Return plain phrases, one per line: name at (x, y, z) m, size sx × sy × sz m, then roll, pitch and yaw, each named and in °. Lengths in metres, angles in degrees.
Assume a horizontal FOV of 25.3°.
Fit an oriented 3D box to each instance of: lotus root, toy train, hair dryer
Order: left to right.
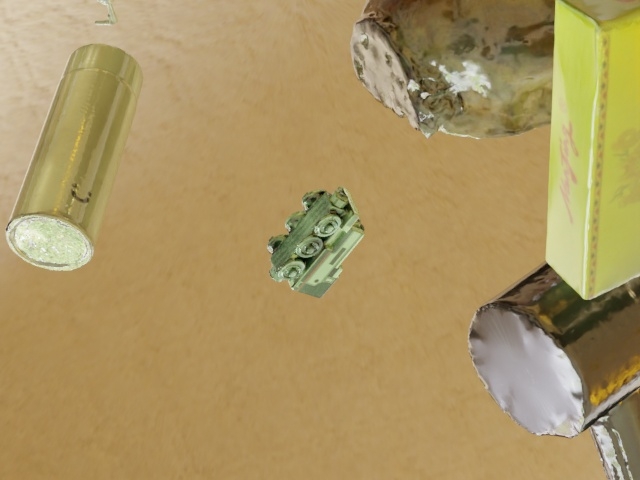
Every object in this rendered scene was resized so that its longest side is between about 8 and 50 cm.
toy train at (0.000, 0.000, 0.980) m, size 0.053 × 0.033 × 0.083 m, roll 19°, pitch 123°, yaw -36°
lotus root at (0.156, -0.226, 1.341) m, size 0.260 × 0.267 × 0.149 m, roll -17°, pitch 126°, yaw -9°
hair dryer at (0.263, 0.123, 1.079) m, size 0.244 × 0.116 × 0.302 m, roll -29°, pitch 110°, yaw -28°

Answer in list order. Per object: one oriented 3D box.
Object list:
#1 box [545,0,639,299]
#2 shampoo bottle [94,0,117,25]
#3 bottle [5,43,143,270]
box at (0.277, -0.107, 0.817) m, size 0.335 × 0.047 × 0.187 m, roll -23°, pitch 135°, yaw -19°
shampoo bottle at (-0.271, -0.343, 1.673) m, size 0.056 × 0.056 × 0.195 m, roll -16°, pitch 122°, yaw 2°
bottle at (-0.202, -0.073, 1.191) m, size 0.072 × 0.201 × 0.072 m, roll 6°, pitch 141°, yaw 5°
